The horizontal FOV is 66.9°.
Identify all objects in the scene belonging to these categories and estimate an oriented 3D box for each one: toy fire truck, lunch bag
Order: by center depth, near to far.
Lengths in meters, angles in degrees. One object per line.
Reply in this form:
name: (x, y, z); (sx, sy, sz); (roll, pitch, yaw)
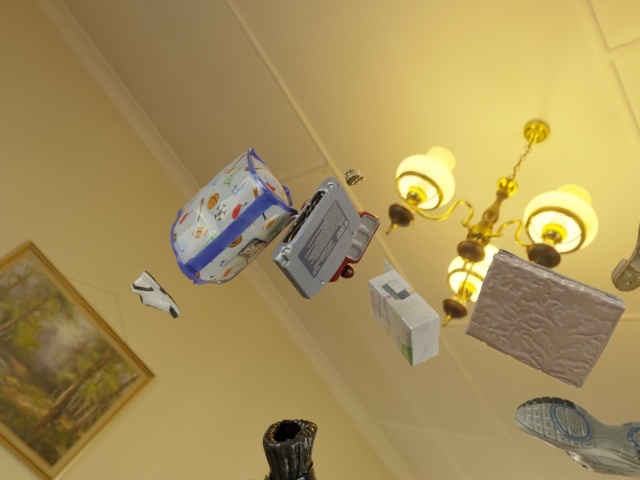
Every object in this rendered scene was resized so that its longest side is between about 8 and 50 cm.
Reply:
lunch bag: (-0.245, -0.061, 1.385); (0.239, 0.328, 0.385); (45, 6, -18)
toy fire truck: (0.027, 0.010, 1.589); (0.254, 0.302, 0.169); (26, 9, -10)

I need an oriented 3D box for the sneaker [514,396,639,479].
sneaker: (0.544, 0.416, 0.982); (0.297, 0.111, 0.129); (15, -50, 18)

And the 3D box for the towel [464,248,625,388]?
towel: (0.579, 0.210, 1.294); (0.332, 0.053, 0.317); (26, -49, 27)

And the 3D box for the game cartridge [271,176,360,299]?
game cartridge: (0.000, 0.000, 1.299); (0.060, 0.294, 0.196); (6, -37, 43)

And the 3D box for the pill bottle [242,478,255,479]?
pill bottle: (-0.185, 0.634, 0.970); (0.153, 0.153, 0.264); (-50, -134, 53)

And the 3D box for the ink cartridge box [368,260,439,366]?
ink cartridge box: (0.280, 0.254, 1.765); (0.353, 0.119, 0.207); (51, -23, 49)

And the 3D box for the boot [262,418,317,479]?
boot: (-0.038, 0.509, 0.924); (0.348, 0.131, 0.260); (174, -82, -72)

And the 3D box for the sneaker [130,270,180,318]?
sneaker: (-0.289, 0.102, 0.850); (0.040, 0.044, 0.109); (26, -26, 55)

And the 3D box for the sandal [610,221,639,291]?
sandal: (0.634, 0.020, 0.902); (0.088, 0.079, 0.240); (7, -53, -2)

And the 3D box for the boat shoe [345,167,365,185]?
boat shoe: (0.101, -0.204, 1.538); (0.050, 0.135, 0.045); (-43, -100, 16)
